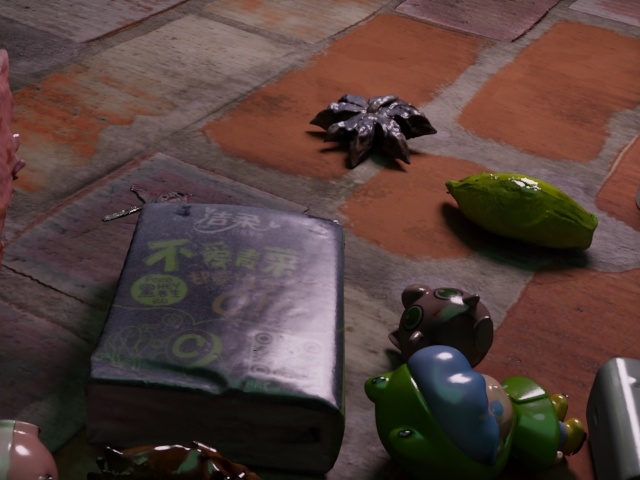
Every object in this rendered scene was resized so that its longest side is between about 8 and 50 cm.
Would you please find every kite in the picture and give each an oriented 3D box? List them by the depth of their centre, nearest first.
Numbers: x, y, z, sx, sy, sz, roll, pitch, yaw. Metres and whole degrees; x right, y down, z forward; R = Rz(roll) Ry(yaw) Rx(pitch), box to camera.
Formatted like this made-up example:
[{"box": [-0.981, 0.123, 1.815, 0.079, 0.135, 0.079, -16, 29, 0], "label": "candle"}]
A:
[{"box": [-0.269, -0.056, 1.597, 0.153, 0.005, 0.137, -13, 35, -27], "label": "kite"}]

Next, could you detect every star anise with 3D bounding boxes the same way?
[{"box": [-0.096, 0.284, 0.969, 0.346, 0.148, 0.237, 36, 0, 39], "label": "star anise"}, {"box": [0.096, -0.218, 1.848, 0.230, 0.081, 0.262, 3, 34, 14], "label": "star anise"}]

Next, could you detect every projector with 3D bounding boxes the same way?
[{"box": [0.441, 0.247, 1.164, 0.250, 0.108, 0.198, 8, 32, 0], "label": "projector"}]

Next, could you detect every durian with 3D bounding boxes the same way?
[{"box": [0.306, -0.049, 1.610, 0.250, 0.101, 0.139, 16, -1, 15], "label": "durian"}]

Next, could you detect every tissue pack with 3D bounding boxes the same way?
[{"box": [-0.112, 0.100, 1.278, 0.288, 0.124, 0.394, 7, 32, -3], "label": "tissue pack"}]

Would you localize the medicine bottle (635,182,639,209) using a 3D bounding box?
[{"box": [0.619, -0.171, 1.671, 0.170, 0.293, 0.170, 6, 34, -4], "label": "medicine bottle"}]

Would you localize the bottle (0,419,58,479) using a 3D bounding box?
[{"box": [-0.373, 0.237, 1.007, 0.237, 0.147, 0.147, 6, 32, -15], "label": "bottle"}]

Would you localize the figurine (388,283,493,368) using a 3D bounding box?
[{"box": [0.155, 0.112, 1.306, 0.125, 0.125, 0.138, -5, 20, -17], "label": "figurine"}]

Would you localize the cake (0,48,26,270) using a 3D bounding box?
[{"box": [-0.540, -0.078, 1.307, 0.293, 0.306, 0.314, 5, 33, -6], "label": "cake"}]

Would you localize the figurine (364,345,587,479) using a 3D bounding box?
[{"box": [0.179, 0.205, 1.167, 0.263, 0.143, 0.162, 10, 37, -27], "label": "figurine"}]
